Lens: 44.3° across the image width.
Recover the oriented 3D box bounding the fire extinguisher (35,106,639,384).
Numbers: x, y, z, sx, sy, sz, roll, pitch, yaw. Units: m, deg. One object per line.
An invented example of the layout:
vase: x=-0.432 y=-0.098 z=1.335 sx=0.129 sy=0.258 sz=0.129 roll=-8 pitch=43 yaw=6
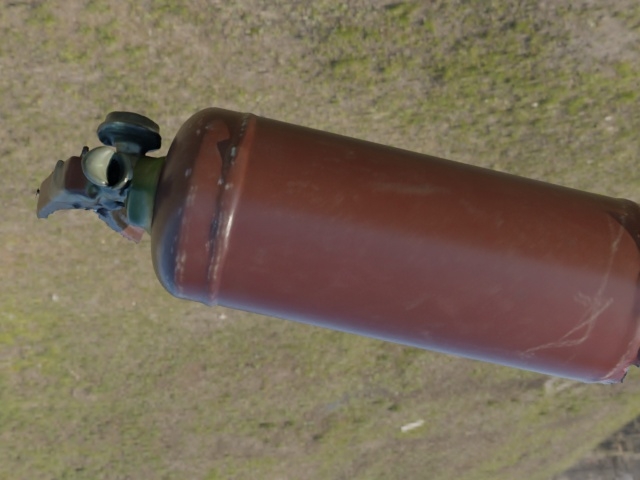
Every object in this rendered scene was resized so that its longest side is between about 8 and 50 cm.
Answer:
fire extinguisher: x=0.000 y=0.000 z=0.438 sx=0.337 sy=0.106 sz=0.147 roll=13 pitch=162 yaw=-4
